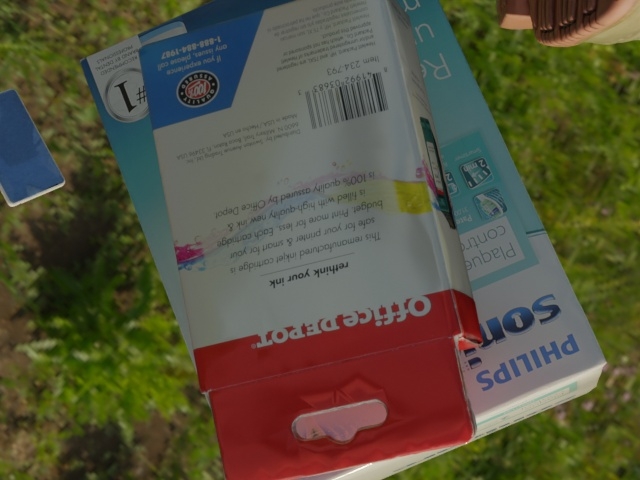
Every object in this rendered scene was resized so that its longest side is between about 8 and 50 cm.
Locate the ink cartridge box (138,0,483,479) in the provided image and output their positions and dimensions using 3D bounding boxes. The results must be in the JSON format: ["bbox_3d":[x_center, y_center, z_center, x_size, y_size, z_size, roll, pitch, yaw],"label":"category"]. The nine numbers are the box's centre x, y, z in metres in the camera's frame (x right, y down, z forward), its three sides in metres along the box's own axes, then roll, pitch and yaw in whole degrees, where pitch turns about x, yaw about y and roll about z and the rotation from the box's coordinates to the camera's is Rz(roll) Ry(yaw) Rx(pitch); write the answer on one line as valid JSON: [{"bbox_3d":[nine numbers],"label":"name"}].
[{"bbox_3d":[0.000,0.000,0.681,0.078,0.134,0.231,23,54,-73],"label":"ink cartridge box"}]

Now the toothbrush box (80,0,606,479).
[{"bbox_3d":[0.013,-0.008,0.811,0.216,0.296,0.126,-23,166,4],"label":"toothbrush box"}]

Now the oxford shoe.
[{"bbox_3d":[0.223,-0.209,0.965,0.146,0.397,0.141,7,102,-1],"label":"oxford shoe"}]

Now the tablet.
[{"bbox_3d":[-0.229,-0.070,0.990,0.054,0.083,0.006,-29,180,-44],"label":"tablet"}]
